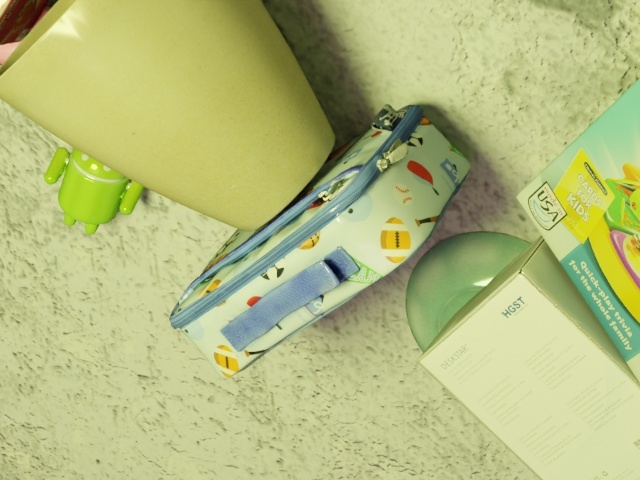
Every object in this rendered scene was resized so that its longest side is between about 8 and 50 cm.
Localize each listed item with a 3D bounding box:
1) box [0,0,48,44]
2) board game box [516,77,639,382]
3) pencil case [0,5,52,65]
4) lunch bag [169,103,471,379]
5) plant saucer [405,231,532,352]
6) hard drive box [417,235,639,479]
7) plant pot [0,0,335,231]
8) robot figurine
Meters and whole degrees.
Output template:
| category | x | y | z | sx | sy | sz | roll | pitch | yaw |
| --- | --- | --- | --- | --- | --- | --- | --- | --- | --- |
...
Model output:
| category | x | y | z | sx | sy | sz | roll | pitch | yaw |
| --- | --- | --- | --- | --- | --- | --- | --- | --- | --- |
| box | -0.289 | -0.322 | 1.725 | 0.128 | 0.122 | 0.257 | 37 | 104 | 3 |
| board game box | 0.325 | -0.014 | 1.498 | 0.254 | 0.079 | 0.336 | 57 | 152 | 10 |
| pencil case | -0.305 | -0.209 | 1.861 | 0.209 | 0.098 | 0.095 | 20 | 78 | 14 |
| lunch bag | 0.000 | 0.000 | 1.740 | 0.115 | 0.243 | 0.303 | 49 | 125 | -6 |
| plant saucer | 0.172 | 0.085 | 1.834 | 0.195 | 0.037 | 0.195 | 10 | 119 | 19 |
| hard drive box | 0.237 | 0.129 | 1.706 | 0.232 | 0.089 | 0.181 | 44 | 135 | -1 |
| plant pot | -0.125 | -0.146 | 1.698 | 0.274 | 0.256 | 0.256 | 42 | 126 | -14 |
| robot figurine | -0.239 | -0.064 | 1.920 | 0.101 | 0.067 | 0.115 | 23 | 123 | -1 |
